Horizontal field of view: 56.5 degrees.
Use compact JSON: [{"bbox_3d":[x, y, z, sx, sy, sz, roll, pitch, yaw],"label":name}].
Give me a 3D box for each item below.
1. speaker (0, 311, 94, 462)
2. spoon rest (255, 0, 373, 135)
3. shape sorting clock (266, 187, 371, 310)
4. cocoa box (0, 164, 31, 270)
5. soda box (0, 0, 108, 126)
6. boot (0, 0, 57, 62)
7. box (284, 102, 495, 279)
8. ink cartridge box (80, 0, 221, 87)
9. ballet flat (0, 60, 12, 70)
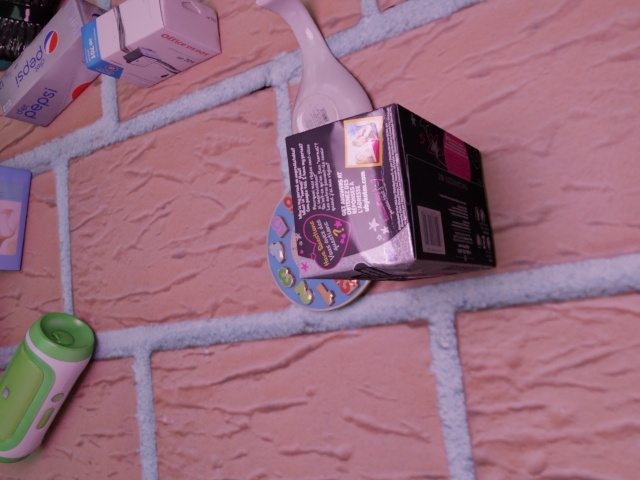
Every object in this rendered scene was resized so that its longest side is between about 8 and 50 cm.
[{"bbox_3d":[-0.548,0.283,1.143,0.131,0.131,0.296,43,108,27],"label":"speaker"},{"bbox_3d":[-0.007,-0.236,0.879,0.137,0.084,0.276,-20,89,31],"label":"spoon rest"},{"bbox_3d":[0.000,0.000,0.867,0.206,0.040,0.206,-3,85,32],"label":"shape sorting clock"},{"bbox_3d":[-0.818,-0.062,1.206,0.228,0.347,0.231,4,88,32],"label":"cocoa box"},{"bbox_3d":[-0.523,-0.348,1.189,0.286,0.098,0.091,-31,69,26],"label":"soda box"},{"bbox_3d":[-0.562,-0.492,1.204,0.348,0.131,0.259,7,88,35],"label":"boot"},{"bbox_3d":[0.089,-0.036,0.691,0.142,0.247,0.163,-11,80,33],"label":"box"},{"bbox_3d":[-0.288,-0.343,1.015,0.191,0.140,0.082,-12,82,31],"label":"ink cartridge box"},{"bbox_3d":[-0.791,-0.426,1.383,0.231,0.077,0.077,-11,67,33],"label":"ballet flat"}]
